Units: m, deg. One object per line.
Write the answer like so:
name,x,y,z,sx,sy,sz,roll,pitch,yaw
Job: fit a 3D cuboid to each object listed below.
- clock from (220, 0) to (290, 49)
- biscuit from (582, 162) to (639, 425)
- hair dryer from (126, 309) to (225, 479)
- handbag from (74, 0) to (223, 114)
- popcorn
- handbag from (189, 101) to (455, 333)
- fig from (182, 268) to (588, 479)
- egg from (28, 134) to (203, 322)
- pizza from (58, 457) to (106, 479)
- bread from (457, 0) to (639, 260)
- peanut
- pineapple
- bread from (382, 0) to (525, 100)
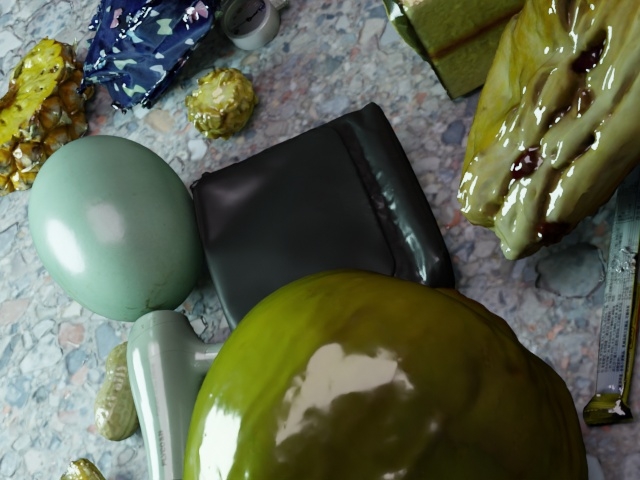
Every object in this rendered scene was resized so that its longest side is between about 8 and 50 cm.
clock,-0.094,-0.276,1.692,0.129,0.041,0.087,37,87,34
biscuit,0.272,0.027,1.310,0.048,0.026,0.292,-4,59,32
hair dryer,-0.069,0.152,1.413,0.237,0.075,0.206,-15,65,10
handbag,-0.184,-0.259,1.644,0.260,0.113,0.162,-42,38,46
popcorn,-0.112,-0.152,1.617,0.083,0.057,0.082,-1,68,25
handbag,0.000,0.000,1.430,0.223,0.080,0.247,-24,52,4
fig,0.035,0.192,1.166,0.343,0.343,0.343,-14,56,22
egg,-0.211,-0.012,1.513,0.168,0.168,0.231,-41,54,2
pizza,-0.235,0.293,1.425,0.099,0.036,0.160,-29,51,11
bread,0.268,-0.185,1.278,0.370,0.191,0.314,-49,-2,39
peanut,-0.202,0.152,1.486,0.054,0.054,0.113,-8,55,25
pineapple,-0.342,-0.135,1.719,0.135,0.079,0.233,29,79,38
bread,0.190,-0.286,1.465,0.264,0.168,0.163,-26,52,9
